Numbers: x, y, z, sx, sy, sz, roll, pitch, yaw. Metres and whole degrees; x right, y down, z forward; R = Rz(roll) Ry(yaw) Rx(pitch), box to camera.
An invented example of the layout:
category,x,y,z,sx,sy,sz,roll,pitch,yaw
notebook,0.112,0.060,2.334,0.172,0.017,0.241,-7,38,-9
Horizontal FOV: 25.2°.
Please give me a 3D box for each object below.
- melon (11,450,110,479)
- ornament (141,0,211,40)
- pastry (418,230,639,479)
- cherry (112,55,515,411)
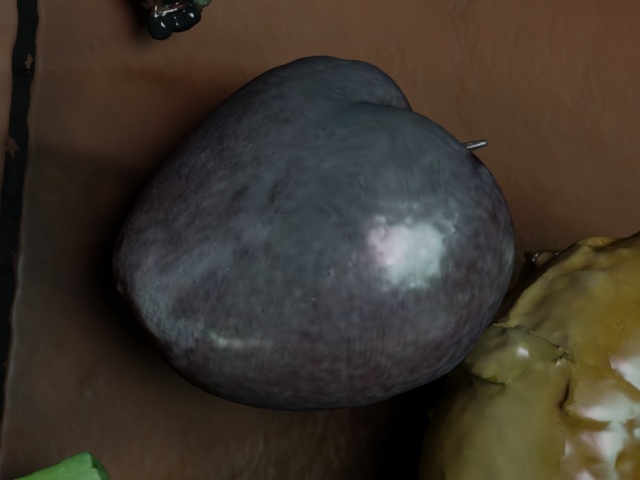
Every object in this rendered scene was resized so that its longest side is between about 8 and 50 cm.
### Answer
category,x,y,z,sx,sy,sz,roll,pitch,yaw
melon,-0.178,0.233,0.509,0.323,0.124,0.196,-26,101,-30
ornament,-0.095,-0.192,0.641,0.203,0.088,0.081,69,29,-27
pastry,0.166,0.138,0.737,0.284,0.184,0.315,-42,112,-20
cherry,0.000,0.003,0.637,0.176,0.176,0.140,-58,146,-25
